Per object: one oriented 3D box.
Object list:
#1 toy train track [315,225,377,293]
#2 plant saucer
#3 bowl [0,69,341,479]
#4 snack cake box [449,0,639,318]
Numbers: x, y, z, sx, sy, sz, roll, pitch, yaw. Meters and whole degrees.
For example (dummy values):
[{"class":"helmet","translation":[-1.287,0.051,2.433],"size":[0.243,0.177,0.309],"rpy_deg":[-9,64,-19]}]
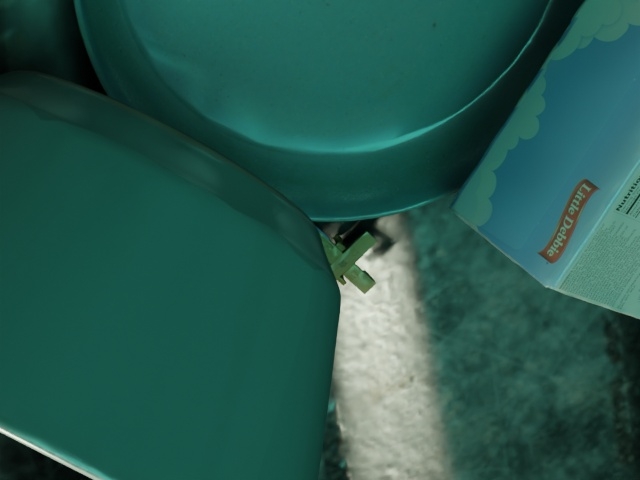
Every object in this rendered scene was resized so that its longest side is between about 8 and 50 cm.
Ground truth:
[{"class":"toy train track","translation":[0.000,0.000,1.133],"size":[0.048,0.014,0.083],"rpy_deg":[-43,114,11]},{"class":"plant saucer","translation":[0.019,-0.164,1.049],"size":[0.317,0.044,0.318],"rpy_deg":[-7,116,-15]},{"class":"bowl","translation":[-0.113,0.028,0.969],"size":[0.311,0.311,0.163],"rpy_deg":[32,81,-28]},{"class":"snack cake box","translation":[0.207,-0.089,1.087],"size":[0.152,0.089,0.264],"rpy_deg":[19,108,-52]}]
